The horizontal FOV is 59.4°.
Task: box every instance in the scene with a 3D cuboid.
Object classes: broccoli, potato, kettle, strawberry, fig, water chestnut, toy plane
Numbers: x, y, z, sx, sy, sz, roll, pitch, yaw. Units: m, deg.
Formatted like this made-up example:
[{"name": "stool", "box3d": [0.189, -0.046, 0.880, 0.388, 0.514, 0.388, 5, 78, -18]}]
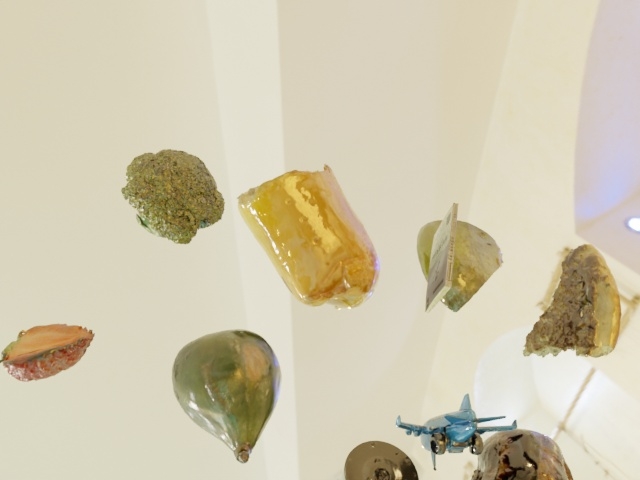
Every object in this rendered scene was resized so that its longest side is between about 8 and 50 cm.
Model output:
[{"name": "broccoli", "box3d": [-0.187, -0.055, 0.708, 0.120, 0.131, 0.130, -55, 4, 35]}, {"name": "potato", "box3d": [0.396, 0.077, 1.532, 0.255, 0.270, 0.112, -71, 9, -48]}, {"name": "kettle", "box3d": [0.133, 0.589, 1.226, 0.161, 0.221, 0.236, -48, -24, -51]}, {"name": "strawberry", "box3d": [-0.576, 0.237, 1.173, 0.192, 0.140, 0.085, -25, -60, -33]}, {"name": "fig", "box3d": [-0.161, 0.276, 0.997, 0.196, 0.244, 0.195, -10, -28, -6]}, {"name": "water chestnut", "box3d": [0.462, 0.579, 1.240, 0.300, 0.300, 0.300, -25, -42, -25]}, {"name": "toy plane", "box3d": [0.264, 0.396, 1.156, 0.254, 0.105, 0.271, 5, -37, -11]}]

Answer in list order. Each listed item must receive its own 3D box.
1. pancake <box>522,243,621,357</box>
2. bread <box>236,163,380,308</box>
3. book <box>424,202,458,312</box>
[{"name": "pancake", "box3d": [0.514, 0.155, 1.165, 0.057, 0.266, 0.244, 27, -53, -13]}, {"name": "bread", "box3d": [0.000, 0.000, 1.460, 0.250, 0.394, 0.361, -33, -6, 4]}, {"name": "book", "box3d": [0.227, 0.034, 1.055, 0.127, 0.014, 0.181, 106, 177, -60]}]
